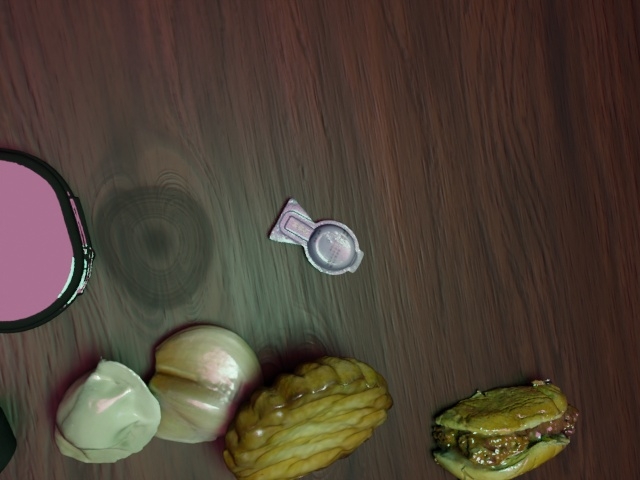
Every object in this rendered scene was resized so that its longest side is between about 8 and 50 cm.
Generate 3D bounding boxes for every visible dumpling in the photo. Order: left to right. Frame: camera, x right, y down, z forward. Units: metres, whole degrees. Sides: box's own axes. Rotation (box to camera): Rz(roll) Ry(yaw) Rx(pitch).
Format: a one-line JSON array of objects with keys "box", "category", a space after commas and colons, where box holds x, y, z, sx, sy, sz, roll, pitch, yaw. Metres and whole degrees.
[{"box": [-0.365, 0.304, 1.083, 0.166, 0.126, 0.216, 37, 87, -5], "category": "dumpling"}]

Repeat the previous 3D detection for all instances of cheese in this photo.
[{"box": [0.000, 0.000, 1.254, 0.191, 0.042, 0.105, 32, 80, -15], "category": "cheese"}]

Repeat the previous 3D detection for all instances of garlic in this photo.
[{"box": [-0.203, 0.266, 1.156, 0.228, 0.110, 0.217, 17, 82, -17], "category": "garlic"}]

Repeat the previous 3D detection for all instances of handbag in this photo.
[{"box": [-0.521, 0.000, 1.056, 0.254, 0.093, 0.308, -16, 95, -19], "category": "handbag"}]

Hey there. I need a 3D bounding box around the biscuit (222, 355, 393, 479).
[{"box": [-0.025, 0.322, 1.148, 0.326, 0.107, 0.325, -18, 137, -17], "category": "biscuit"}]

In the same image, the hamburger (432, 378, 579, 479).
[{"box": [0.384, 0.403, 1.323, 0.282, 0.245, 0.155, -6, 100, 26], "category": "hamburger"}]

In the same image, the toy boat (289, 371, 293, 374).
[{"box": [-0.043, 0.284, 1.231, 0.137, 0.061, 0.060, -16, 95, -17], "category": "toy boat"}]

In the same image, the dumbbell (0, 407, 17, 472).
[{"box": [-0.607, 0.222, 0.936, 0.204, 0.204, 0.322, -19, 111, -17], "category": "dumbbell"}]
